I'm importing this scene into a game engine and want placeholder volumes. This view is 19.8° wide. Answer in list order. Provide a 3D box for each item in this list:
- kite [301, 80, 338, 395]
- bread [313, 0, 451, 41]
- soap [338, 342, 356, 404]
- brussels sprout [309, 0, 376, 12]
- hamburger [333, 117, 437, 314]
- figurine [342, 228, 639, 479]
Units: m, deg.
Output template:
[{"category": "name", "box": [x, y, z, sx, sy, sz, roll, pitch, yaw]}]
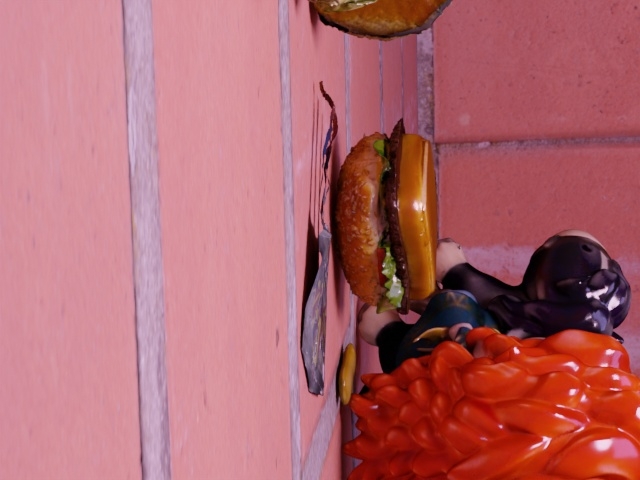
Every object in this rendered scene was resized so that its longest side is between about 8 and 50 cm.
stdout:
[{"category": "kite", "box": [0.002, 0.000, 1.432, 0.141, 0.015, 0.245, 81, 11, -71]}, {"category": "bread", "box": [0.056, -0.225, 1.412, 0.069, 0.128, 0.140, -66, 155, -65]}, {"category": "soap", "box": [0.024, 0.120, 1.651, 0.089, 0.012, 0.034, -73, 162, -71]}, {"category": "brussels sprout", "box": [0.007, -0.199, 1.316, 0.085, 0.058, 0.085, 52, 14, -19]}, {"category": "hamburger", "box": [0.056, -0.017, 1.608, 0.166, 0.087, 0.137, 81, 11, -48]}, {"category": "figurine", "box": [0.175, 0.137, 1.717, 0.412, 0.306, 0.241, -84, 162, -57]}]
